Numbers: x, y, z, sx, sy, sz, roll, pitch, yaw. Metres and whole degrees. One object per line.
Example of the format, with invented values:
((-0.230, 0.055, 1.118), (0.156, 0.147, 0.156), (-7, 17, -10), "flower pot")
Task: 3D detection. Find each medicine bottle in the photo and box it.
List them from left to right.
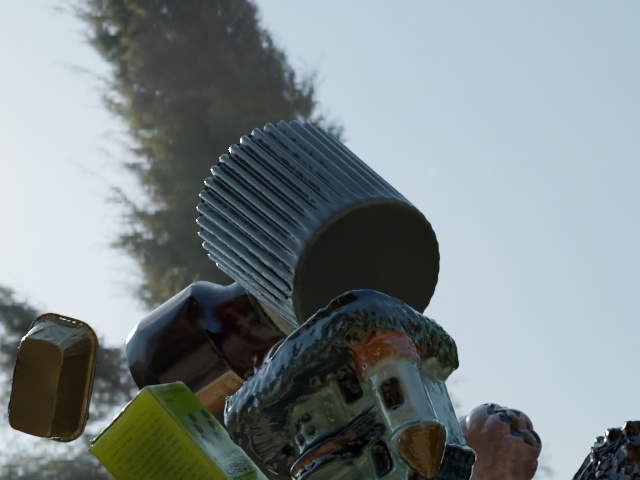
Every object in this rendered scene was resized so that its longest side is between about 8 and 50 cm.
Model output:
((-0.203, 0.346, 1.687), (0.141, 0.250, 0.137), (-46, -14, 6), "medicine bottle")
((-0.155, 0.169, 2.140), (0.395, 0.242, 0.242), (-30, -36, 15), "medicine bottle")

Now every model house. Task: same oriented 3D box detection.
((0.057, 0.241, 1.178), (0.253, 0.291, 0.184), (-39, -36, 21), "model house")

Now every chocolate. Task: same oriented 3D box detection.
((0.419, 0.271, 1.379), (0.224, 0.177, 0.206), (17, 0, -40), "chocolate")

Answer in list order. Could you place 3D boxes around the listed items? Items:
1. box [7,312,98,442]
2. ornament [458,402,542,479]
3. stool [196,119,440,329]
((-0.365, 0.191, 1.525), (0.111, 0.177, 0.111), (11, 9, -2), "box")
((0.340, 0.401, 2.152), (0.177, 0.177, 0.177), (-5, -31, -3), "ornament")
((0.000, 0.000, 1.742), (0.297, 0.330, 0.297), (-11, -63, -23), "stool")
